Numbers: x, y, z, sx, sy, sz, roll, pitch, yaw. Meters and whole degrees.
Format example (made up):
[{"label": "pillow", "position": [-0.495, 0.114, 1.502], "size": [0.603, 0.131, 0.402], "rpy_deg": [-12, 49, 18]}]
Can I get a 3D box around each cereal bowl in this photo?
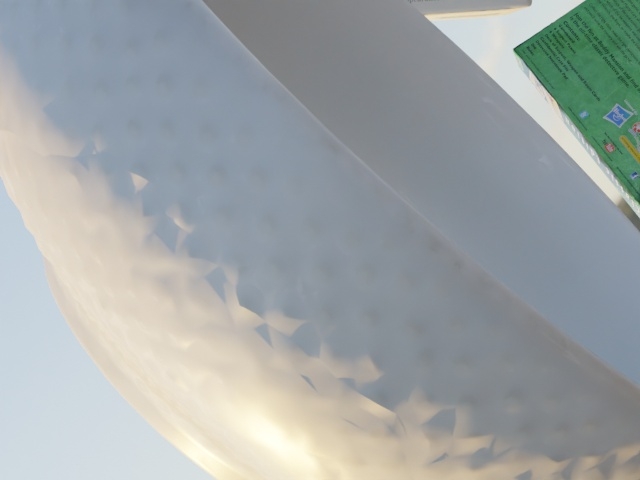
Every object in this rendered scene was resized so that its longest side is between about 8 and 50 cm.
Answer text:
[{"label": "cereal bowl", "position": [0.000, 0.000, 0.721], "size": [0.141, 0.339, 0.339], "rpy_deg": [-46, -5, 15]}]

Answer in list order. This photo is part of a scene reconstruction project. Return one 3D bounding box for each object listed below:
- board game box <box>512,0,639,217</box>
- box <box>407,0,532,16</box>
[{"label": "board game box", "position": [0.237, -0.052, 1.095], "size": [0.136, 0.260, 0.030], "rpy_deg": [-35, -27, 1]}, {"label": "box", "position": [0.071, -0.236, 1.545], "size": [0.181, 0.182, 0.119], "rpy_deg": [-79, -15, -85]}]
